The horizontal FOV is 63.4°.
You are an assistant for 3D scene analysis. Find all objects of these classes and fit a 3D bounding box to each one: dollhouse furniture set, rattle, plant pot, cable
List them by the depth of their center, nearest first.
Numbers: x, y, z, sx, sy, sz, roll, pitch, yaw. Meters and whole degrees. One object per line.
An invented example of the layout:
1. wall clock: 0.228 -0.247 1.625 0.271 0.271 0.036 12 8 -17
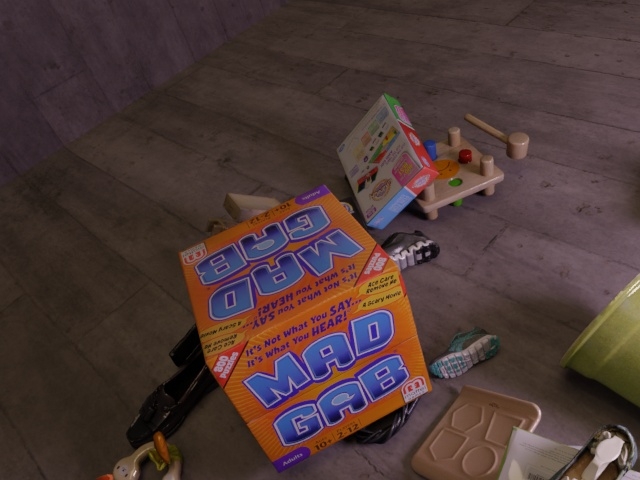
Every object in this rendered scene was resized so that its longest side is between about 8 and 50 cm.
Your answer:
1. plant pot: 0.635 0.217 0.940 0.276 0.276 0.254 -35 58 -17
2. rattle: -0.404 0.484 1.091 0.199 0.143 0.130 -8 65 2
3. cable: 0.122 0.348 1.108 0.150 0.047 0.184 20 56 34
4. dollhouse furniture set: -0.209 0.000 1.479 0.161 0.242 0.212 3 29 -37

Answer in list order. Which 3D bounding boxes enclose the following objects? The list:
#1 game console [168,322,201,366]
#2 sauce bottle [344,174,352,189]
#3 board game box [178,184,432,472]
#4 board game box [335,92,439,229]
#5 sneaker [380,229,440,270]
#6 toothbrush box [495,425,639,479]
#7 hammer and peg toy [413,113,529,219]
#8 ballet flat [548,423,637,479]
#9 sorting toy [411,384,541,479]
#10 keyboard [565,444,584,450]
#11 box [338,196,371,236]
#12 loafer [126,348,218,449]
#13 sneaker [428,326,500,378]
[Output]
1. game console: -0.313 0.264 1.306 0.071 0.107 0.122 26 58 21
2. sauce bottle: 0.116 -0.171 1.629 0.042 0.042 0.128 -29 47 -11
3. board game box: -0.036 0.167 1.084 0.356 0.356 0.356 -26 35 -7
4. board game box: 0.178 -0.228 1.490 0.242 0.064 0.316 -46 46 34
5. sneaker: 0.190 0.034 1.380 0.234 0.078 0.106 -19 41 -6
6. toothbrush box: 0.371 0.426 0.776 0.206 0.283 0.122 14 54 29
7. hammer and peg toy: 0.405 -0.224 1.525 0.361 0.127 0.266 -24 42 -5
8. ballet flat: 0.334 0.304 0.658 0.188 0.070 0.070 -41 48 -21
9. sorting toy: 0.293 0.381 0.981 0.208 0.038 0.193 -47 21 -23
10. keyboard: 0.413 0.417 0.969 0.256 0.014 0.072 -4 51 16
11. box: 0.000 0.000 1.485 0.270 0.060 0.216 -19 44 0
12. loafer: -0.339 0.353 1.224 0.302 0.095 0.109 -41 49 -22
13. sneaker: 0.309 0.245 1.150 0.166 0.065 0.076 -22 27 -8
